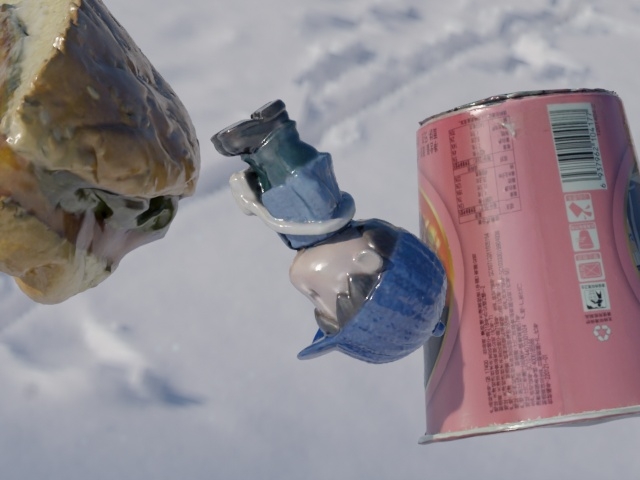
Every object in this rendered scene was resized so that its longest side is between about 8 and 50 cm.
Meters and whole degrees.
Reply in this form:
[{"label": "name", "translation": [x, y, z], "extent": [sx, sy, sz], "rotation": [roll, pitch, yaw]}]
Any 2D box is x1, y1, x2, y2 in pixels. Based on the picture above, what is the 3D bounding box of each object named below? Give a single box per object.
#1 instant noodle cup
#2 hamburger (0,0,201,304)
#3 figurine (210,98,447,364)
[{"label": "instant noodle cup", "translation": [0.173, 0.021, 1.482], "extent": [0.244, 0.255, 0.244], "rotation": [-9, -6, -1]}, {"label": "hamburger", "translation": [-0.180, -0.070, 1.405], "extent": [0.209, 0.162, 0.330], "rotation": [49, 6, -27]}, {"label": "figurine", "translation": [0.008, -0.005, 0.906], "extent": [0.079, 0.136, 0.077], "rotation": [-23, 5, -10]}]
